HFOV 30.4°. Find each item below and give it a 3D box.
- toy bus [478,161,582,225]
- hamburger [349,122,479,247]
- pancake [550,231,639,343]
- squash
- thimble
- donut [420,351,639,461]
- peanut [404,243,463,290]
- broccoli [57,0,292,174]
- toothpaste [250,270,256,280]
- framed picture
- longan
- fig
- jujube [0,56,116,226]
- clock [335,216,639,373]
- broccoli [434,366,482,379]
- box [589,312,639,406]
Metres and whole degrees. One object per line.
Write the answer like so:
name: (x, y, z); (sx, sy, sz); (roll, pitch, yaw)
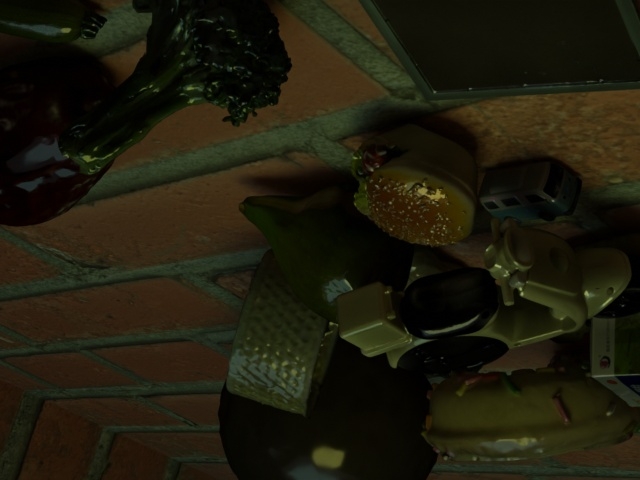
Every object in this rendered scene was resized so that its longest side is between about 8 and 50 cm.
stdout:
toy bus: (0.271, -0.065, 1.543); (0.075, 0.060, 0.123); (37, 152, -33)
hamburger: (0.124, -0.064, 1.544); (0.173, 0.116, 0.210); (27, 160, 15)
pancake: (0.453, 0.096, 1.782); (0.305, 0.067, 0.427); (23, 154, -20)
squash: (-0.393, -0.289, 1.456); (0.258, 0.069, 0.069); (13, 157, 7)
thimble: (-0.048, 0.151, 1.988); (0.150, 0.271, 0.271); (16, 157, 6)
donut: (0.367, 0.275, 1.972); (0.371, 0.150, 0.307); (-7, 179, -24)
peanut: (0.185, 0.067, 1.866); (0.187, 0.082, 0.082); (31, 153, -30)
broccoli: (-0.179, -0.206, 1.312); (0.275, 0.198, 0.177); (-19, 175, 1)
toothpaste: (-0.077, 0.106, 2.198); (0.052, 0.033, 0.218); (10, 161, 25)
framed picture: (0.205, -0.226, 1.273); (0.293, 0.018, 0.231); (2, 153, 31)
longan: (0.018, 0.360, 2.258); (0.436, 0.404, 0.404); (27, 156, -7)
fig: (0.000, 0.000, 1.745); (0.275, 0.206, 0.206); (21, 161, 25)
jujube: (-0.403, -0.138, 1.653); (0.223, 0.223, 0.318); (31, 145, -32)
clock: (0.234, 0.082, 1.576); (0.379, 0.120, 0.276); (-25, 147, 28)
broccoli: (0.237, 0.189, 2.083); (0.131, 0.130, 0.120); (-149, 38, -73)
box: (0.574, 0.172, 1.741); (0.299, 0.106, 0.200); (-8, 156, 30)
